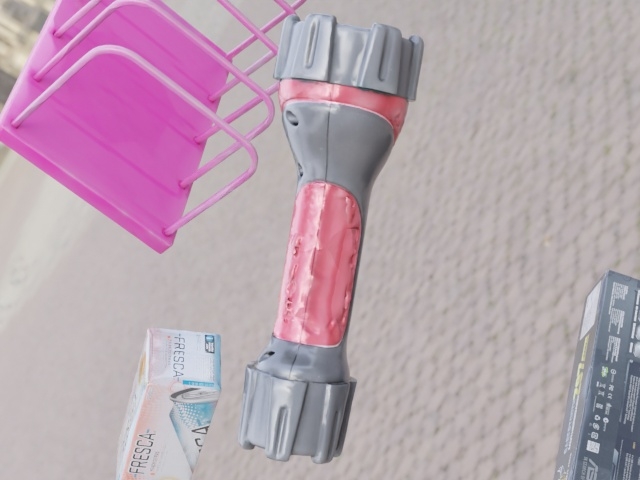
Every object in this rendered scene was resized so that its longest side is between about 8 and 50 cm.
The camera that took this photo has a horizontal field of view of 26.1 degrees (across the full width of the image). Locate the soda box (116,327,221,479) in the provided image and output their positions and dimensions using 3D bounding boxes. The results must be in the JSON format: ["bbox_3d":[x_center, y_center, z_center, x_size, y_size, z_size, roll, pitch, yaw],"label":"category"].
[{"bbox_3d":[-0.129,0.151,1.157,0.183,0.062,0.058,111,160,-47],"label":"soda box"}]

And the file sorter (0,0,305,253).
[{"bbox_3d":[-0.145,-0.182,1.342,0.182,0.202,0.291,-32,31,37],"label":"file sorter"}]

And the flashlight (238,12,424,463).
[{"bbox_3d":[0.000,0.000,0.963,0.103,0.103,0.304,11,92,58],"label":"flashlight"}]

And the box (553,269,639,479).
[{"bbox_3d":[0.297,0.157,1.148,0.059,0.183,0.233,112,175,-59],"label":"box"}]
